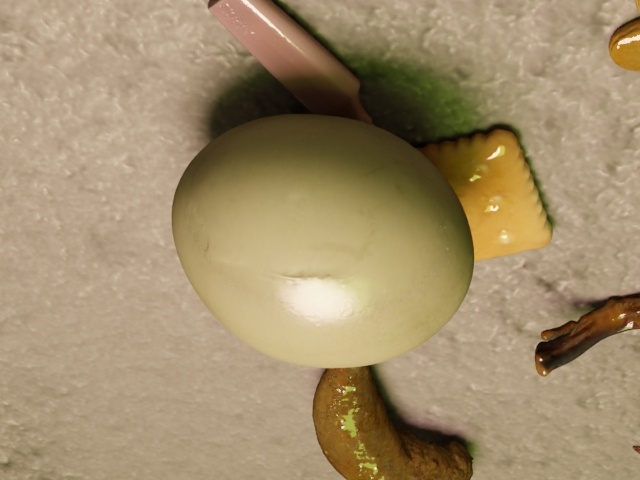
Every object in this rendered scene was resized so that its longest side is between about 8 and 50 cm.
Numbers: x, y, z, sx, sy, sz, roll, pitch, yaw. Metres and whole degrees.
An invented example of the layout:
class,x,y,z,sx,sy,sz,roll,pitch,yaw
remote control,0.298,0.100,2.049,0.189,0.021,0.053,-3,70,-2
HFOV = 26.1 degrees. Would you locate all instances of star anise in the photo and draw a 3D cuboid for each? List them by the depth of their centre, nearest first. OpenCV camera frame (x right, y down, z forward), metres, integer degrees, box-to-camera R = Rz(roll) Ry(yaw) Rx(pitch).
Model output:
class,x,y,z,sx,sy,sz,roll,pitch,yaw
star anise,0.376,0.091,1.326,0.346,0.148,0.237,-13,147,23

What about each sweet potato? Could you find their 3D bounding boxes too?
class,x,y,z,sx,sy,sz,roll,pitch,yaw
sweet potato,0.069,0.224,1.544,0.124,0.098,0.310,-37,124,9

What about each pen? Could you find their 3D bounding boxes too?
class,x,y,z,sx,sy,sz,roll,pitch,yaw
pen,-0.015,-0.153,1.202,0.053,0.032,0.197,-29,125,30

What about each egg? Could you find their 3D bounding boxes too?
class,x,y,z,sx,sy,sz,roll,pitch,yaw
egg,0.000,0.000,1.196,0.269,0.219,0.219,11,139,20

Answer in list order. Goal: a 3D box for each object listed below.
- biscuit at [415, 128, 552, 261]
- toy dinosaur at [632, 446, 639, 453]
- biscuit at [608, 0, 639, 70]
class,x,y,z,sx,sy,sz,roll,pitch,yaw
biscuit,0.087,-0.021,1.331,0.249,0.030,0.160,-13,134,17
toy dinosaur,0.428,0.252,1.517,0.220,0.032,0.108,14,130,54
biscuit,0.318,-0.178,1.149,0.158,0.035,0.240,-7,135,15
